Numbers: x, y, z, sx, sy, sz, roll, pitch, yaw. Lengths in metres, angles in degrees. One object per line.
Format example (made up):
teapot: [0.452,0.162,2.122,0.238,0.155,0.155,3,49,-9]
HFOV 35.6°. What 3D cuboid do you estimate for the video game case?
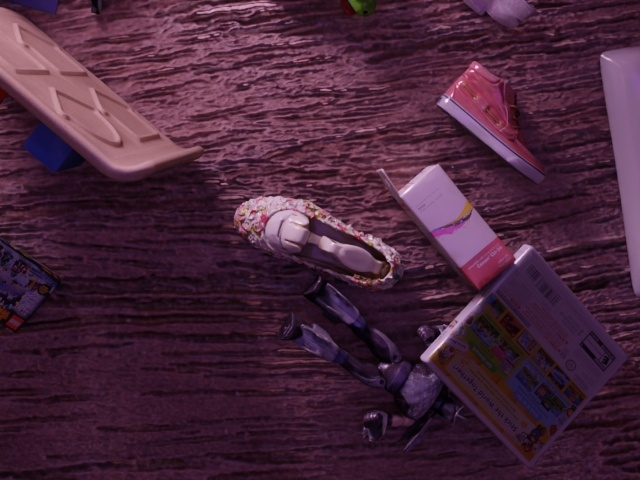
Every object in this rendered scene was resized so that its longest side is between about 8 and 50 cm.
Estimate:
video game case: [0.273,0.155,1.321,0.206,0.026,0.227,-46,109,-6]

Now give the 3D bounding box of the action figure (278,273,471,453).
action figure: [0.083,0.169,1.322,0.285,0.099,0.185,35,78,-7]

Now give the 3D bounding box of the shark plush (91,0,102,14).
shark plush: [-0.278,-0.382,1.319,0.067,0.073,0.161,9,86,-32]

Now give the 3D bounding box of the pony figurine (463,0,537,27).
pony figurine: [0.200,-0.473,1.235,0.351,0.303,0.364,32,68,-7]

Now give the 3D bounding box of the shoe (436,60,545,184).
shoe: [0.246,-0.158,1.331,0.178,0.063,0.081,40,95,2]

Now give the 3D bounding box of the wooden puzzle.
wooden puzzle: [-0.325,-0.170,1.192,0.347,0.322,0.081,36,99,-1]

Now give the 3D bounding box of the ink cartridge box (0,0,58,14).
ink cartridge box: [-0.465,-0.472,1.266,0.307,0.072,0.304,16,107,0]

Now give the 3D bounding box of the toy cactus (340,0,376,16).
toy cactus: [0.002,-0.388,1.314,0.180,0.112,0.219,-18,96,18]

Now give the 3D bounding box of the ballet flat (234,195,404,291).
ballet flat: [0.000,0.000,1.324,0.240,0.077,0.091,18,92,-1]

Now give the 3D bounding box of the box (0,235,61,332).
box: [-0.422,0.050,1.304,0.094,0.027,0.137,-48,127,1]

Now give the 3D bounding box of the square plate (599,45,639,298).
square plate: [0.575,-0.113,1.349,0.347,0.049,0.344,-9,91,-1]

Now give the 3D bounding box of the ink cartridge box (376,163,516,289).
ink cartridge box: [0.160,-0.034,1.307,0.067,0.115,0.198,-40,93,1]
